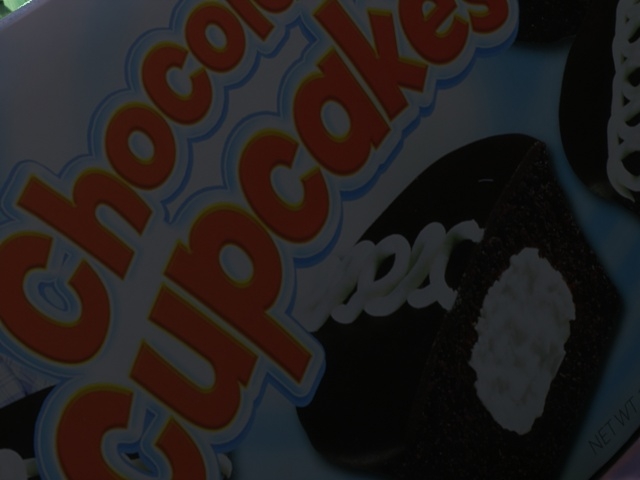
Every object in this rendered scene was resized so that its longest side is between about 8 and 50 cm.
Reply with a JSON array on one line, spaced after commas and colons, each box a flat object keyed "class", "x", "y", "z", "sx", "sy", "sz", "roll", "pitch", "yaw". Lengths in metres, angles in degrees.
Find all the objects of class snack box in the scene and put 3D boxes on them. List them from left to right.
[{"class": "snack box", "x": 0.000, "y": 0.000, "z": 0.423, "sx": 0.322, "sy": 0.187, "sz": 0.060, "roll": -40, "pitch": 14, "yaw": -28}]
